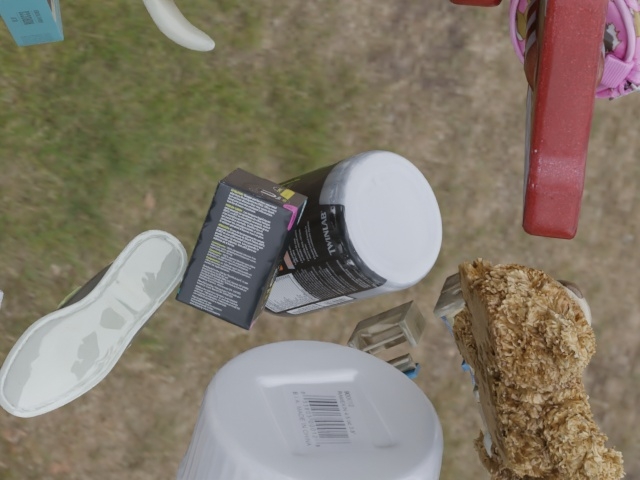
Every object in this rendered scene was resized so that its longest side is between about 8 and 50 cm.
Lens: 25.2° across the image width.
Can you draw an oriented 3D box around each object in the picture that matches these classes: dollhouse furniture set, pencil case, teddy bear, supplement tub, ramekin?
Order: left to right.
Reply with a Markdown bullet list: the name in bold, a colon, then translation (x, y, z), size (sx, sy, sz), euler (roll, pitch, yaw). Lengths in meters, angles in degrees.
- **ramekin**: translation (-0.006, 0.224, 1.473), size (0.277, 0.277, 0.135), euler (-20, 134, -40)
- **supplement tub**: translation (0.000, 0.000, 2.146), size (0.207, 0.338, 0.207), euler (12, 71, -38)
- **dollhouse furniture set**: translation (0.154, 0.131, 1.828), size (0.129, 0.183, 0.129), euler (63, 20, -11)
- **teddy bear**: translation (0.216, 0.158, 1.422), size (0.113, 0.245, 0.338), euler (-16, 111, -10)
- **pencil case**: translation (0.367, -0.270, 1.547), size (0.386, 0.160, 0.167), euler (-28, 121, -42)

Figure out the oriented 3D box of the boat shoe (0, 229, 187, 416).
- **boat shoe**: translation (-0.289, 0.113, 1.814), size (0.109, 0.091, 0.305), euler (44, 67, -1)

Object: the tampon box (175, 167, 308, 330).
- **tampon box**: translation (-0.096, 0.008, 1.770), size (0.120, 0.101, 0.161), euler (-57, 169, -76)

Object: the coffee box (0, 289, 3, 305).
- **coffee box**: translation (-0.577, 0.171, 1.449), size (0.337, 0.338, 0.334), euler (-47, 162, -56)

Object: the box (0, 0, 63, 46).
- **box**: translation (-0.347, -0.306, 1.679), size (0.060, 0.244, 0.100), euler (-8, 85, -6)

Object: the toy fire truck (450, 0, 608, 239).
- **toy fire truck**: translation (0.174, -0.182, 1.034), size (0.302, 0.169, 0.254), euler (-81, 174, -50)

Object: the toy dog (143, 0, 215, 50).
- **toy dog**: translation (-0.031, -0.427, 1.778), size (0.284, 0.408, 0.395), euler (35, 66, -77)
